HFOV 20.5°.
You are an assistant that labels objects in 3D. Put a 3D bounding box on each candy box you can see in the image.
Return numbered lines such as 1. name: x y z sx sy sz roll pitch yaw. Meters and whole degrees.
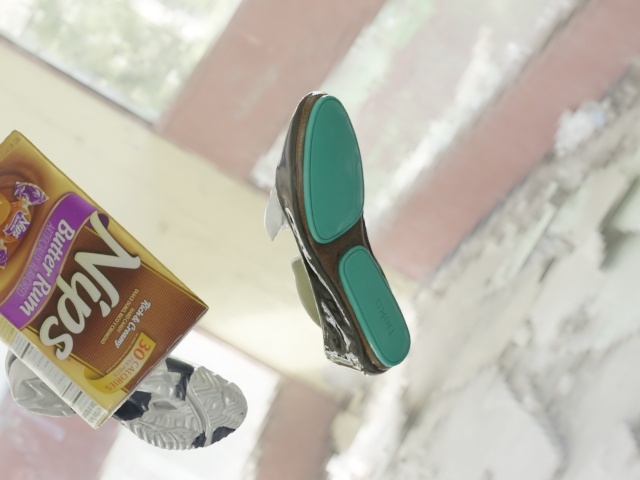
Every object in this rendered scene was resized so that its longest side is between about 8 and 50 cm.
1. candy box: -0.183 0.026 1.225 0.109 0.187 0.053 -48 1 -27

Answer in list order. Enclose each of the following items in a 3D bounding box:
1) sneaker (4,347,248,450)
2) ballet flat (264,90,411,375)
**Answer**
1. sneaker: -0.179 0.097 1.596 0.094 0.235 0.153 -59 34 32
2. ballet flat: 0.000 0.000 1.642 0.096 0.280 0.095 -2 20 40
